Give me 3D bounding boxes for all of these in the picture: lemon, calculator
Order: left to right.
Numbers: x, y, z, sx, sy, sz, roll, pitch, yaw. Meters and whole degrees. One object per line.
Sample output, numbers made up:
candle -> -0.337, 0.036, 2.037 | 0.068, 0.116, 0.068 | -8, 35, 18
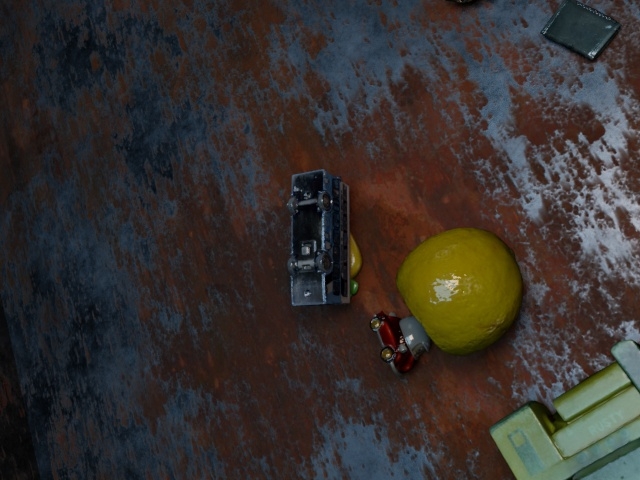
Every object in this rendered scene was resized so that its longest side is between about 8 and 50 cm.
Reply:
calculator -> 0.022, 0.035, 1.510 | 0.146, 0.032, 0.235 | -36, 65, 24
lemon -> 0.279, 0.085, 1.223 | 0.219, 0.240, 0.240 | -38, 65, 11

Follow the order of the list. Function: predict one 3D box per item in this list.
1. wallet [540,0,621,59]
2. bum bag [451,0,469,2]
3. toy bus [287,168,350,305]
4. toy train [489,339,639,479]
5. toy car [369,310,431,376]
wallet -> 0.514, -0.418, 1.258 | 0.129, 0.026, 0.088 | 42, 102, 30
bum bag -> 0.343, -0.625, 1.368 | 0.102, 0.069, 0.248 | 13, 89, 9
toy bus -> 0.000, 0.000, 1.432 | 0.106, 0.131, 0.297 | -7, 77, 33
toy train -> 0.497, 0.349, 1.102 | 0.397, 0.160, 0.253 | -41, 57, 21
toy car -> 0.178, 0.206, 1.356 | 0.112, 0.112, 0.139 | -28, 60, 11
